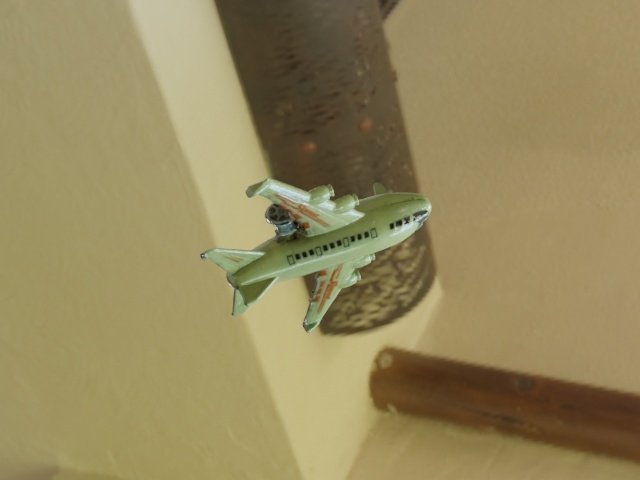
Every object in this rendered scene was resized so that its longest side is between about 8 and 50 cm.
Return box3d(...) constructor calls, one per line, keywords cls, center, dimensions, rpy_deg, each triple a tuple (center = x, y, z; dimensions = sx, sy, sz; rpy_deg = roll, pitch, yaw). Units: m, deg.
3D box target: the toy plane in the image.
box3d(cls="toy plane", center=(0.000, 0.000, 0.566), dimensions=(0.111, 0.102, 0.040), rpy_deg=(-26, -131, -6))
